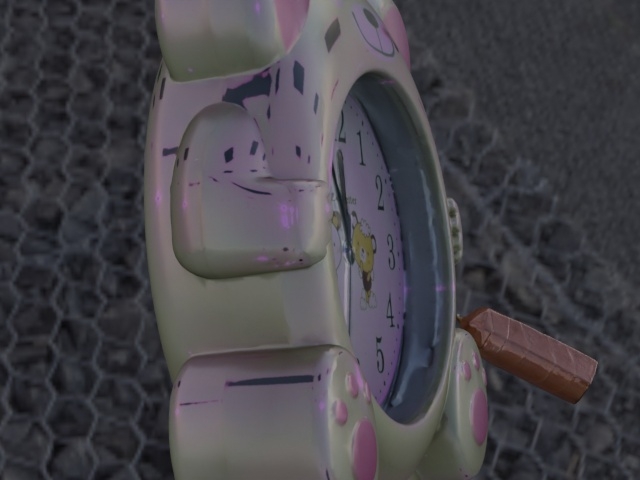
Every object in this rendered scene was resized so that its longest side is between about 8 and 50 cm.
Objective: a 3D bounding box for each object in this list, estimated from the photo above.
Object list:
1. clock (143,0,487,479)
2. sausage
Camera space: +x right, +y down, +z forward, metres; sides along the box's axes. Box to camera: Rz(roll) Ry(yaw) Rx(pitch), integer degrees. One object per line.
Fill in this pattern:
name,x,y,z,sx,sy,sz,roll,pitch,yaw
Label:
clock,0.000,0.000,0.849,0.114,0.309,0.284,-7,-3,23
sausage,0.235,0.127,1.761,0.169,0.065,0.065,27,47,-1
